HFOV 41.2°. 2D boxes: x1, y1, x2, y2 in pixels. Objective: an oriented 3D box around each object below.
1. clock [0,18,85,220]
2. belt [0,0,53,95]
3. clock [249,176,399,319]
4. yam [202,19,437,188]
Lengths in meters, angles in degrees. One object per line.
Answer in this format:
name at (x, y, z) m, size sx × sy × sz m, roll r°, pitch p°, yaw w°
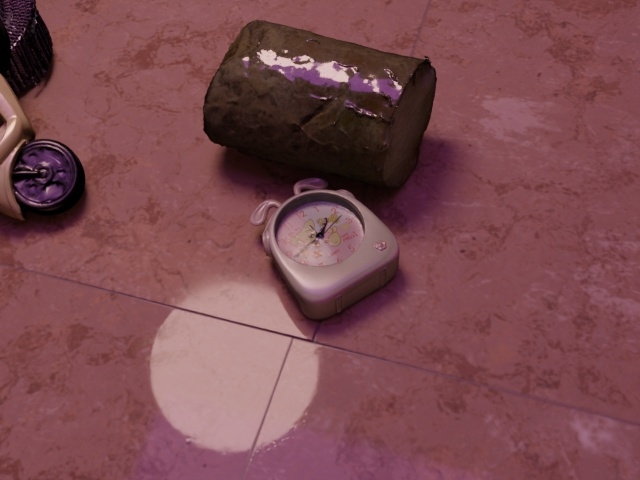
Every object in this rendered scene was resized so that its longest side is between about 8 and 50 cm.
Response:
clock at (-0.521, -0.174, 1.187) m, size 0.277 × 0.120 × 0.378 m, roll -26°, pitch 84°, yaw -10°
belt at (-0.595, -0.305, 1.337) m, size 0.325 × 0.122 × 0.260 m, roll -21°, pitch 64°, yaw -9°
clock at (0.000, 0.000, 1.130) m, size 0.152 × 0.062 × 0.191 m, roll -30°, pitch 59°, yaw -16°
yam at (-0.005, -0.190, 1.182) m, size 0.300 × 0.195 × 0.195 m, roll 15°, pitch 57°, yaw 13°
